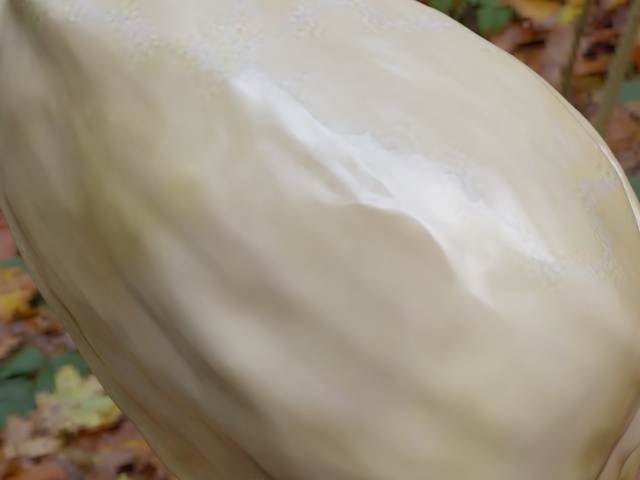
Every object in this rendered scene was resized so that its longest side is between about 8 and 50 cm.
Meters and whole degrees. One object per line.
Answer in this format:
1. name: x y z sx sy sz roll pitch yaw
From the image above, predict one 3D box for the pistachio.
1. pistachio: 0.000 0.000 0.453 0.229 0.157 0.157 43 36 12
